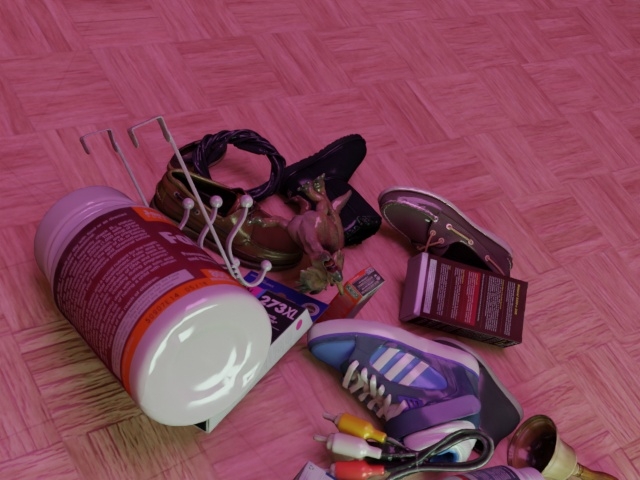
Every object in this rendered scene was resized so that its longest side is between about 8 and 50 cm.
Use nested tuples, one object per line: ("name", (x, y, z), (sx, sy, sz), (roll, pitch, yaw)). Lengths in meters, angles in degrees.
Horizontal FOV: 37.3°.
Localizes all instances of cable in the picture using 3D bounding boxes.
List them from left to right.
("cable", (-0.158, -0.145, 1.857), (0.184, 0.047, 0.151), (-11, 82, -17))
("cable", (0.129, 0.352, 1.518), (0.287, 0.072, 0.139), (0, 68, 18))

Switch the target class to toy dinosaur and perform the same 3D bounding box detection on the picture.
("toy dinosaur", (0.000, 0.000, 1.731), (0.200, 0.127, 0.295), (56, 25, 0))

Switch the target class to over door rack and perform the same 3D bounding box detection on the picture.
("over door rack", (-0.227, -0.072, 1.567), (0.108, 0.239, 0.324), (-44, 113, -25))

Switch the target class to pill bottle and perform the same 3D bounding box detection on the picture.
("pill bottle", (-0.268, 0.081, 1.438), (0.224, 0.224, 0.392), (-13, 36, -36))
("pill bottle", (0.292, 0.436, 1.596), (0.180, 0.108, 0.108), (-4, 55, -31))

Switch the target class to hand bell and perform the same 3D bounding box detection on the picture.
("hand bell", (0.472, 0.423, 1.734), (0.242, 0.126, 0.126), (29, 43, -22))

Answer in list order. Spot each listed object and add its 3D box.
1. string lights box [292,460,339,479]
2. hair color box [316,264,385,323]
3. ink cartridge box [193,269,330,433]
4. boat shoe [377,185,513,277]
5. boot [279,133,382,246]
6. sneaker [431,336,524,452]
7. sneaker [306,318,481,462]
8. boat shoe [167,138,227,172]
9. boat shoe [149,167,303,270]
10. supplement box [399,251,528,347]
("string lights box", (0.052, 0.471, 1.458), (0.259, 0.077, 0.133), (33, 45, 1))
("hair color box", (0.053, 0.110, 1.723), (0.043, 0.141, 0.072), (48, 46, 11))
("ink cartridge box", (-0.149, 0.156, 1.593), (0.175, 0.069, 0.371), (23, 38, 22))
("boat shoe", (0.256, 0.000, 1.946), (0.324, 0.116, 0.097), (31, 44, -16))
("boot", (0.055, -0.095, 1.934), (0.246, 0.094, 0.207), (-29, 66, -35))
("sneaker", (0.265, 0.279, 1.736), (0.222, 0.083, 0.118), (43, 46, 10))
("sneaker", (0.116, 0.280, 1.624), (0.322, 0.130, 0.236), (15, 57, -3))
("boat shoe", (-0.235, -0.173, 1.876), (0.056, 0.049, 0.152), (43, 46, 10))
("boat shoe", (-0.161, -0.037, 1.759), (0.307, 0.104, 0.111), (20, 43, -14))
("supplement box", (0.283, 0.119, 1.863), (0.239, 0.073, 0.130), (16, 71, -16))
